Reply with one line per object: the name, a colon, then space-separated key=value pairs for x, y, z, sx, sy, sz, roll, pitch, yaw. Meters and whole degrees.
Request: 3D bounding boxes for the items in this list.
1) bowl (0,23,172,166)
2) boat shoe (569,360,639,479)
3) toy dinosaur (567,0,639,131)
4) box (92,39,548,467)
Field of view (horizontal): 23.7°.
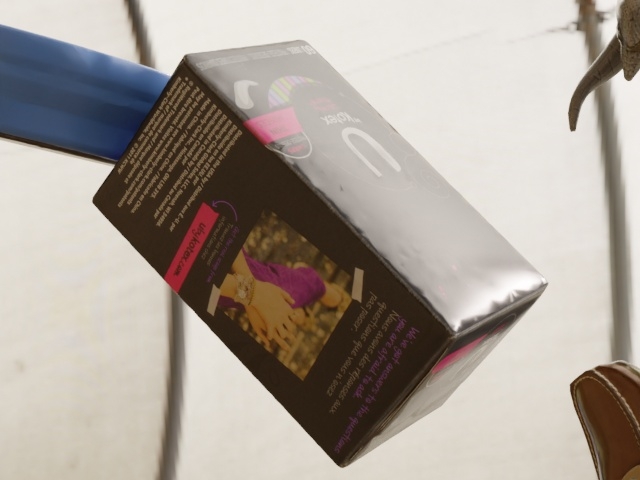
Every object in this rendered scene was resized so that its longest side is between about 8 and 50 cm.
bowl: x=-0.280 y=-0.125 z=1.206 sx=0.391 sy=0.391 sz=0.077 roll=13 pitch=-90 yaw=53
boat shoe: x=0.322 y=0.269 z=1.450 sx=0.324 sy=0.120 sz=0.122 roll=63 pitch=-28 yaw=21
toy dinosaur: x=0.220 y=-0.156 z=0.607 sx=0.121 sy=0.313 sz=0.160 roll=48 pitch=-35 yaw=48
box: x=0.000 y=0.000 z=1.088 sx=0.270 sy=0.165 sz=0.143 roll=46 pitch=-60 yaw=14
